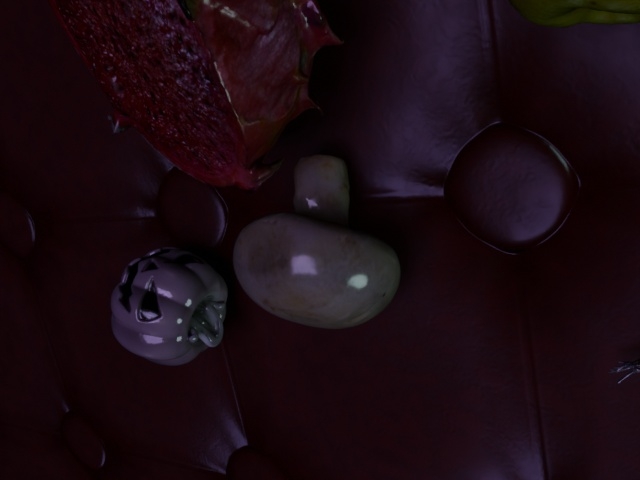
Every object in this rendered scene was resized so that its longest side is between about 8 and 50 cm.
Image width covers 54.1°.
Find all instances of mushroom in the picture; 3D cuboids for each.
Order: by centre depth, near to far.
[{"bbox_3d":[-0.005,0.016,0.790,0.206,0.209,0.206,-1,138,-1],"label":"mushroom"}]

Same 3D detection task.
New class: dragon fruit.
[{"bbox_3d":[-0.132,-0.255,0.693,0.386,0.249,0.371,50,158,-5],"label":"dragon fruit"}]

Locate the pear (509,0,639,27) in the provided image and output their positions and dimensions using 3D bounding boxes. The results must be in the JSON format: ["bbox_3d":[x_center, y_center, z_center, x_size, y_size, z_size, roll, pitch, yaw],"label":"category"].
[{"bbox_3d":[0.231,-0.315,0.454,0.252,0.252,0.308,6,96,31],"label":"pear"}]

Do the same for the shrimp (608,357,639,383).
[{"bbox_3d":[0.381,0.122,0.642,0.165,0.065,0.057,-14,68,41],"label":"shrimp"}]

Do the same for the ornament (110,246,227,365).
[{"bbox_3d":[-0.221,0.102,0.950,0.177,0.177,0.178,12,115,29],"label":"ornament"}]
